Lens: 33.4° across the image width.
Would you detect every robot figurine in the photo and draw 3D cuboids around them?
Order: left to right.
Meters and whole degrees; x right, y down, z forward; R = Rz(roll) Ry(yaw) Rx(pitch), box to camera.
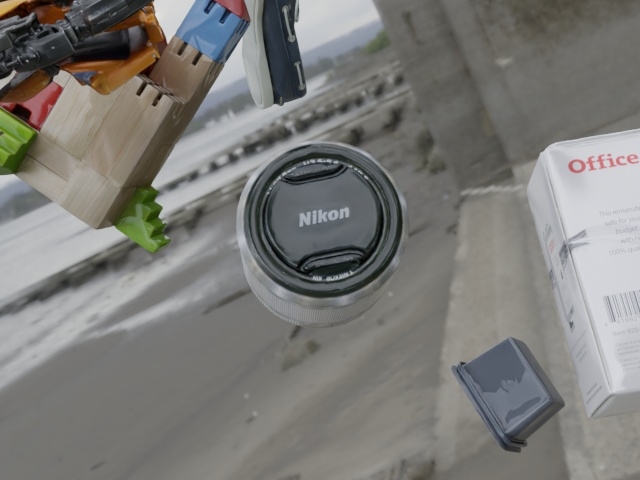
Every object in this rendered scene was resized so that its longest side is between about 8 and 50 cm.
[{"bbox_3d":[-0.228,-0.122,0.721,0.291,0.085,0.211,-25,31,1],"label":"robot figurine"}]

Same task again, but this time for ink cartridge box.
[{"bbox_3d":[0.362,0.030,1.156,0.207,0.283,0.117,-9,-22,-3],"label":"ink cartridge box"}]

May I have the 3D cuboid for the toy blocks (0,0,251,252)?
[{"bbox_3d":[-0.252,-0.199,1.032,0.260,0.381,0.191,-57,-4,9],"label":"toy blocks"}]

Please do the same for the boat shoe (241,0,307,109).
[{"bbox_3d":[-0.060,-0.291,1.364,0.079,0.254,0.095,-17,29,-18],"label":"boat shoe"}]

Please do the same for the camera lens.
[{"bbox_3d":[0.000,0.000,1.444,0.219,0.219,0.274,-26,-11,-7],"label":"camera lens"}]

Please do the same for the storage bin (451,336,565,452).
[{"bbox_3d":[0.255,0.198,1.404,0.091,0.135,0.098,-40,-31,18],"label":"storage bin"}]
